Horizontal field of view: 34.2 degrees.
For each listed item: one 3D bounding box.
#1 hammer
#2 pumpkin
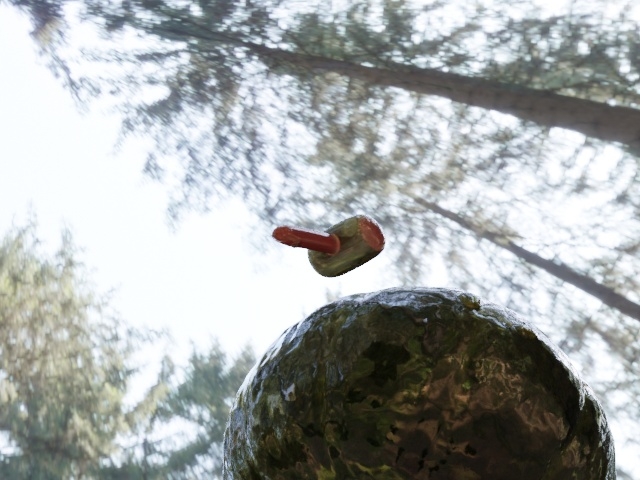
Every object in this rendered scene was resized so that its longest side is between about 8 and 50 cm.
[{"bbox_3d":[0.000,0.000,0.632,0.052,0.031,0.083,-32,-26,30],"label":"hammer"},{"bbox_3d":[0.066,0.176,0.761,0.300,0.207,0.300,13,-57,21],"label":"pumpkin"}]
